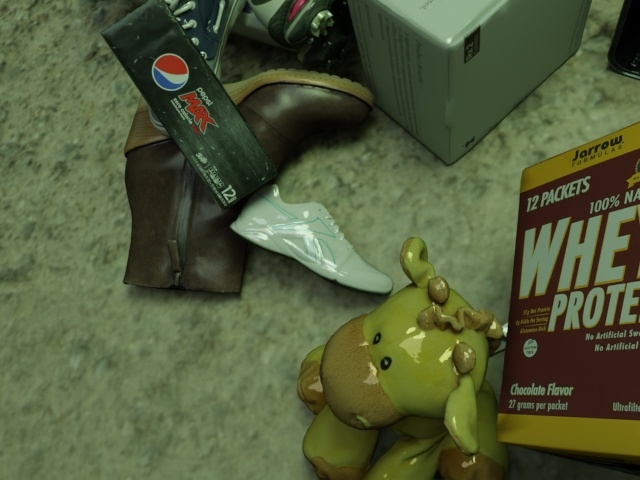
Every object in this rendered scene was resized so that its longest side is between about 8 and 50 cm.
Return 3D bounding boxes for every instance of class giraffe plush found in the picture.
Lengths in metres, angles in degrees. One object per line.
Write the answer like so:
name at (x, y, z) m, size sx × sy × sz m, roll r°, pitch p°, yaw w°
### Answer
giraffe plush at (0.067, 0.098, 0.434) m, size 0.210 × 0.170 × 0.181 m, roll -42°, pitch 65°, yaw -5°

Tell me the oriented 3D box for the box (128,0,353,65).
box at (-0.090, -0.345, 0.652) m, size 0.322 × 0.058 × 0.232 m, roll 20°, pitch 92°, yaw 9°

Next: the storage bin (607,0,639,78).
storage bin at (0.319, -0.205, 0.488) m, size 0.122 × 0.180 × 0.084 m, roll 26°, pitch 76°, yaw 22°

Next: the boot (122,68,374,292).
boot at (-0.071, -0.052, 0.595) m, size 0.249 × 0.090 × 0.206 m, roll -1°, pitch 82°, yaw 10°

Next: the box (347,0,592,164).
box at (0.133, -0.195, 0.530) m, size 0.182 × 0.181 × 0.119 m, roll -42°, pitch 67°, yaw -5°

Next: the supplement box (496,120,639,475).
supplement box at (0.235, 0.052, 0.382) m, size 0.194 × 0.129 × 0.191 m, roll 20°, pitch 69°, yaw -22°

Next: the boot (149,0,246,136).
boot at (-0.126, -0.195, 0.555) m, size 0.069 × 0.086 × 0.189 m, roll 6°, pitch 71°, yaw 20°

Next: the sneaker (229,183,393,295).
sneaker at (0.000, 0.000, 0.535) m, size 0.152 × 0.053 × 0.061 m, roll 27°, pitch 83°, yaw 0°

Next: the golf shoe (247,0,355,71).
golf shoe at (0.049, -0.282, 0.549) m, size 0.273 × 0.105 × 0.120 m, roll -41°, pitch 67°, yaw -5°

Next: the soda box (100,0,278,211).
soda box at (-0.105, -0.111, 0.511) m, size 0.060 × 0.053 × 0.168 m, roll -34°, pitch 103°, yaw -1°
